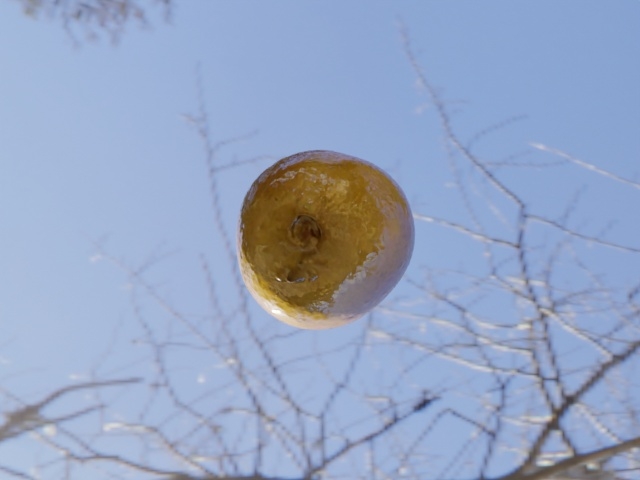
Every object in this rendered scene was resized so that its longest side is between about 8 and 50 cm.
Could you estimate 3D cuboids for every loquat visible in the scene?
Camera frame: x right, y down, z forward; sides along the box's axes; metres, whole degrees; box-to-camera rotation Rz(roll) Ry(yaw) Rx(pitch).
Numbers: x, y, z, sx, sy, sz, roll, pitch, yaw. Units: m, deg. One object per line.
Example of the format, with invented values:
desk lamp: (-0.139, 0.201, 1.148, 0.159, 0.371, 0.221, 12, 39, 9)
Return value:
loquat: (0.000, 0.000, 1.178, 0.141, 0.141, 0.141, -4, -97, 32)
